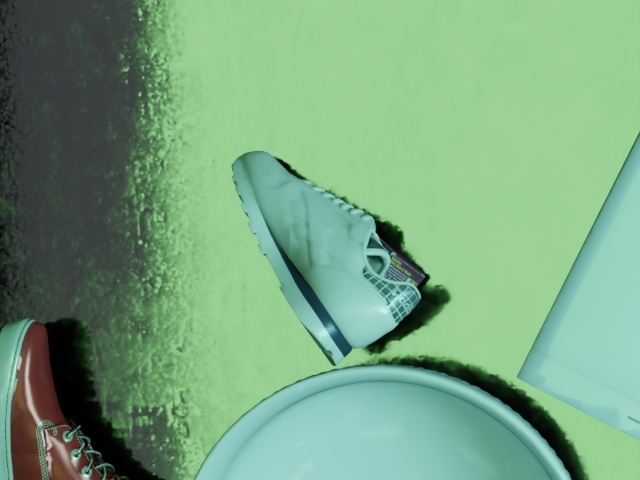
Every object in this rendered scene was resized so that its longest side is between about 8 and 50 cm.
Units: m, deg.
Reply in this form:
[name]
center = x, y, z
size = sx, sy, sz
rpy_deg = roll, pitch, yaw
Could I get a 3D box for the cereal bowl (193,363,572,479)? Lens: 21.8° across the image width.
[cereal bowl]
center = 0.058, 0.267, 1.373
size = 0.339, 0.141, 0.339
rpy_deg = 0, 87, 10

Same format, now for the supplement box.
[supplement box]
center = 0.039, 0.041, 1.422
size = 0.083, 0.055, 0.043
rpy_deg = -49, 46, 4

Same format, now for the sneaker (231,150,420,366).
[sneaker]
center = 0.000, 0.000, 1.392
size = 0.095, 0.090, 0.235
rpy_deg = -34, 51, 3

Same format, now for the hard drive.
[hard drive]
center = 0.323, 0.023, 1.388
size = 0.203, 0.040, 0.307
rpy_deg = 27, 93, 10

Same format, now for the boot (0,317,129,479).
[boot]
center = -0.200, 0.189, 1.452
size = 0.176, 0.088, 0.244
rpy_deg = 0, 96, 9
